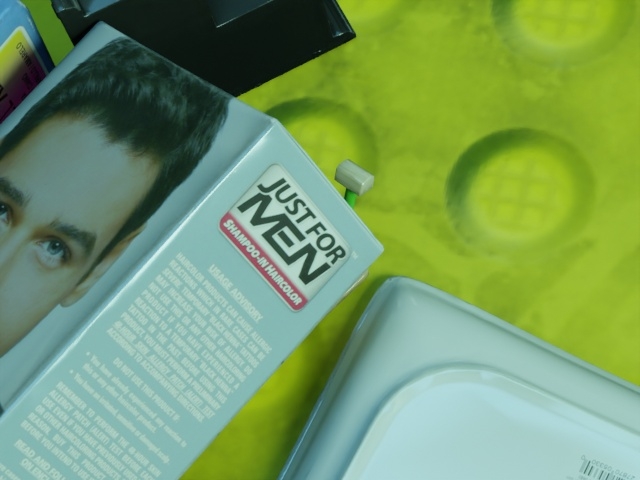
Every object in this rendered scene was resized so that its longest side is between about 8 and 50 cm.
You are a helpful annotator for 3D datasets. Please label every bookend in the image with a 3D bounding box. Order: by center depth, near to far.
[{"bbox_3d":[-0.074,-0.148,1.037,0.156,0.157,0.072,-27,63,-3],"label":"bookend"}]

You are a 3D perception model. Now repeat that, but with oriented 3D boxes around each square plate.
[{"bbox_3d":[0.103,0.215,0.891,0.347,0.049,0.344,24,71,19],"label":"square plate"}]

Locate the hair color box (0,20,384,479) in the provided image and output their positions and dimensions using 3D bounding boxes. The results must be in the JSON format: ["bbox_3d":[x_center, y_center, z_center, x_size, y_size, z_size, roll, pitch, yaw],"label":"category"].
[{"bbox_3d":[-0.166,0.079,0.904,0.374,0.113,0.185,-47,40,-9],"label":"hair color box"}]

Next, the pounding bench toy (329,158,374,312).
[{"bbox_3d":[0.000,0.000,1.002,0.083,0.065,0.052,-42,66,-9],"label":"pounding bench toy"}]

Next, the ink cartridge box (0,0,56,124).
[{"bbox_3d":[-0.368,-0.015,1.032,0.270,0.151,0.395,31,75,22],"label":"ink cartridge box"}]
